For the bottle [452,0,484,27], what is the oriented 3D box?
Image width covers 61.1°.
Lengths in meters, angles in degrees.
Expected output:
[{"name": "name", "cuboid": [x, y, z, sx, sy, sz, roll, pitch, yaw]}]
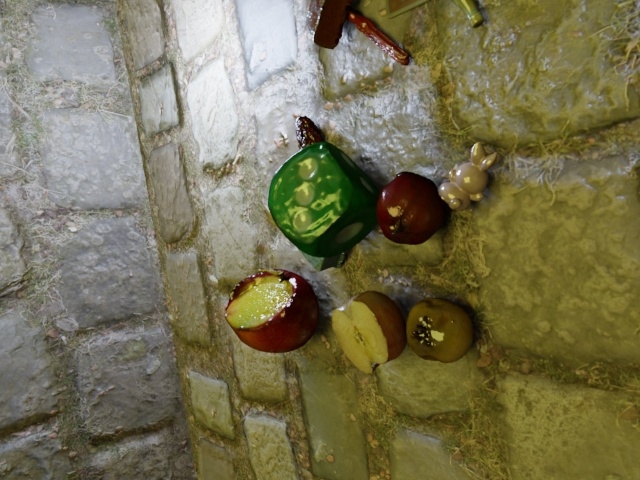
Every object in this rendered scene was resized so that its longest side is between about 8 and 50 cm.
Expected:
[{"name": "bottle", "cuboid": [0.384, -0.714, 1.523, 0.083, 0.083, 0.269, -38, 73, 46]}]

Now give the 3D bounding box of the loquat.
[{"name": "loquat", "cuboid": [0.364, 0.283, 1.670, 0.213, 0.213, 0.213, 13, 108, 47]}]

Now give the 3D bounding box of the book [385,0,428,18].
[{"name": "book", "cuboid": [0.259, -0.839, 1.685, 0.170, 0.018, 0.241, -3, 96, 49]}]

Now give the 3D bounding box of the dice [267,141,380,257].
[{"name": "dice", "cuboid": [0.022, -0.134, 1.848, 0.297, 0.287, 0.300, -44, 64, 20]}]

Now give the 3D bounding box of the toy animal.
[{"name": "toy animal", "cuboid": [0.442, -0.182, 1.563, 0.212, 0.124, 0.124, -52, 60, 31]}]

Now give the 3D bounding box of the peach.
[{"name": "peach", "cuboid": [-0.180, 0.295, 2.213, 0.406, 0.310, 0.335, -12, 52, 39]}]

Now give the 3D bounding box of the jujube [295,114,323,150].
[{"name": "jujube", "cuboid": [-0.043, -0.397, 2.074, 0.104, 0.104, 0.165, -28, 66, 48]}]

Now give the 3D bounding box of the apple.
[{"name": "apple", "cuboid": [0.185, 0.288, 1.795, 0.251, 0.163, 0.293, 62, 150, 7]}]

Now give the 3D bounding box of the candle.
[{"name": "candle", "cuboid": [0.182, -0.676, 1.782, 0.048, 0.051, 0.329, -47, 61, 14]}]

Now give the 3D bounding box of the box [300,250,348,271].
[{"name": "box", "cuboid": [0.000, 0.000, 2.078, 0.227, 0.130, 0.162, 50, 143, 27]}]

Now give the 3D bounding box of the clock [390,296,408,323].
[{"name": "clock", "cuboid": [0.232, 0.310, 1.925, 0.147, 0.071, 0.192, 59, 135, 22]}]

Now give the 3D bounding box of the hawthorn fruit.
[{"name": "hawthorn fruit", "cuboid": [0.272, -0.084, 1.658, 0.215, 0.249, 0.215, 12, 123, 18]}]

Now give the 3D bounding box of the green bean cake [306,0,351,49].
[{"name": "green bean cake", "cuboid": [0.035, -0.803, 1.853, 0.198, 0.097, 0.232, -108, 34, -46]}]
